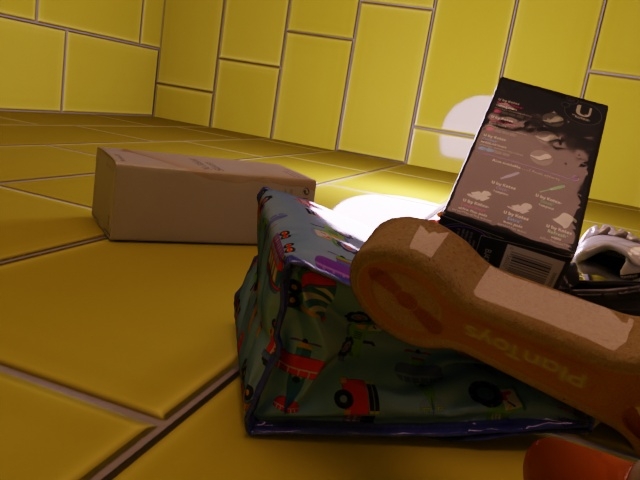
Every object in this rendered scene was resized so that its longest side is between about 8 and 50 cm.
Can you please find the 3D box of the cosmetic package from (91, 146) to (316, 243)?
[{"bbox_3d":[-0.180,-0.067,0.985,0.309,0.113,0.160,3,14,-31],"label":"cosmetic package"}]

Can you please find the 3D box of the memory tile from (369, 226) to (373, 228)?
[{"bbox_3d":[0.000,0.000,0.944,0.148,0.012,0.113,-21,24,-29],"label":"memory tile"}]

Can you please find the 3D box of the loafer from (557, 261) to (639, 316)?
[{"bbox_3d":[0.317,0.064,0.833,0.223,0.078,0.076,11,12,10],"label":"loafer"}]

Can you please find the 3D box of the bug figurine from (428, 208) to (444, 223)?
[{"bbox_3d":[0.203,-0.006,0.956,0.216,0.072,0.279,-6,7,-32],"label":"bug figurine"}]

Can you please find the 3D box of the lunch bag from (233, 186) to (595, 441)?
[{"bbox_3d":[0.083,0.066,0.553,0.293,0.138,0.221,11,15,-13],"label":"lunch bag"}]

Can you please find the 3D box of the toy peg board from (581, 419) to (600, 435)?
[{"bbox_3d":[0.315,0.106,0.519,0.160,0.161,0.079,-14,52,-46],"label":"toy peg board"}]

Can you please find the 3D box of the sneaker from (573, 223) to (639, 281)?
[{"bbox_3d":[0.579,0.046,1.077,0.292,0.110,0.118,8,18,37],"label":"sneaker"}]

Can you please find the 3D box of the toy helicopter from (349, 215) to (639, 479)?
[{"bbox_3d":[0.175,0.086,0.339,0.355,0.235,0.140,23,52,25],"label":"toy helicopter"}]

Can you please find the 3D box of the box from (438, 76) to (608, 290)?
[{"bbox_3d":[0.239,-0.047,0.777,0.143,0.165,0.270,19,52,14],"label":"box"}]
